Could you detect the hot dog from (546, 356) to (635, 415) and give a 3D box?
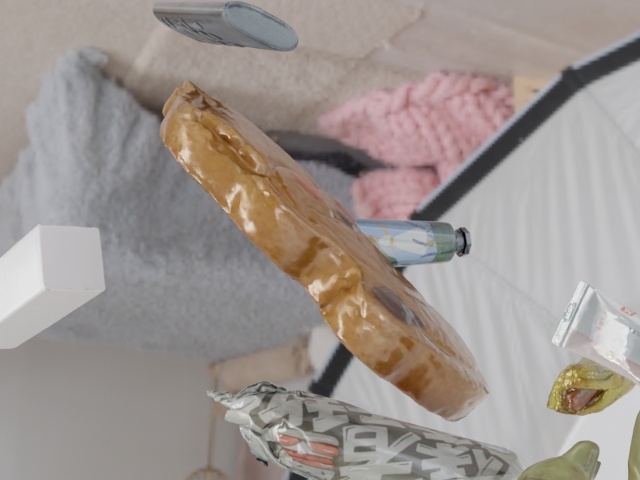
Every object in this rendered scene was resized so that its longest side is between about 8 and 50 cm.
[{"bbox_3d":[0.364,0.168,1.370,0.169,0.078,0.061,-36,-176,-18],"label":"hot dog"}]

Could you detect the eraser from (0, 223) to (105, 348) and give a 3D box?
[{"bbox_3d":[-0.360,0.063,1.324,0.076,0.078,0.298,2,162,-36],"label":"eraser"}]

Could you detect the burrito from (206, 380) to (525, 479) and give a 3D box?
[{"bbox_3d":[0.062,0.275,1.415,0.445,0.101,0.139,17,-160,-7],"label":"burrito"}]

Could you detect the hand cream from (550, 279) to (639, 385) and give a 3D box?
[{"bbox_3d":[0.281,0.105,0.853,0.216,0.052,0.038,31,162,37],"label":"hand cream"}]

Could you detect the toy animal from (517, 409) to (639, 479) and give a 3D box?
[{"bbox_3d":[0.084,0.143,0.362,0.103,0.219,0.101,-2,136,4],"label":"toy animal"}]

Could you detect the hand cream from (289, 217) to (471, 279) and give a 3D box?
[{"bbox_3d":[0.078,0.006,1.442,0.256,0.088,0.055,0,-163,-20],"label":"hand cream"}]

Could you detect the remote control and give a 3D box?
[{"bbox_3d":[-0.141,-0.297,1.488,0.107,0.044,0.377,28,180,-25],"label":"remote control"}]

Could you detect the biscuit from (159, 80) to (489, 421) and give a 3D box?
[{"bbox_3d":[0.001,-0.001,1.098,0.078,0.455,0.350,-44,161,2],"label":"biscuit"}]
